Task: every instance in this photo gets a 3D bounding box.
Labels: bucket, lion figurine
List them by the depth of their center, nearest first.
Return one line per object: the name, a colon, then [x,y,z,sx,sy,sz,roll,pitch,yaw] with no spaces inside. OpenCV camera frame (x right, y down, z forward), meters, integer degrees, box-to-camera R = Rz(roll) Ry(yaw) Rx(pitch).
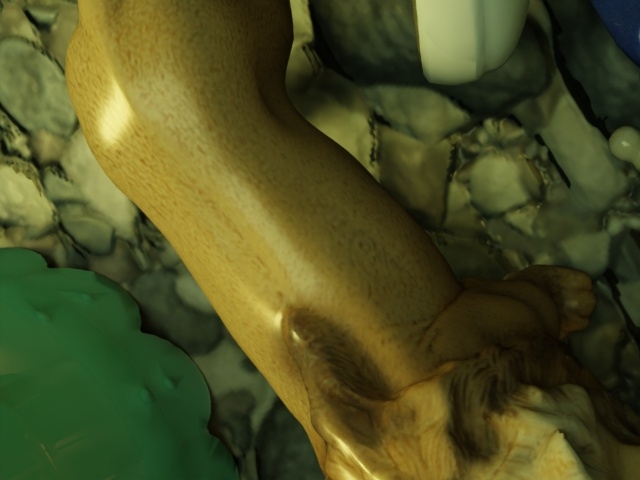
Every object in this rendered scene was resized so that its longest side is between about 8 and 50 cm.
lion figurine: [0.000,0.000,0.501,0.392,0.240,0.142,43,106,9]
bucket: [-0.195,0.143,0.607,0.281,0.183,0.281,2,97,17]

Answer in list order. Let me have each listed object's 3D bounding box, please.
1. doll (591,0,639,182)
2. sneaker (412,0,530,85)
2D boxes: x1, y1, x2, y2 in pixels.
doll: [0.172,-0.077,0.540,0.129,0.046,0.189,-28,88,19]
sneaker: [0.105,-0.195,0.492,0.123,0.106,0.290,10,83,10]
